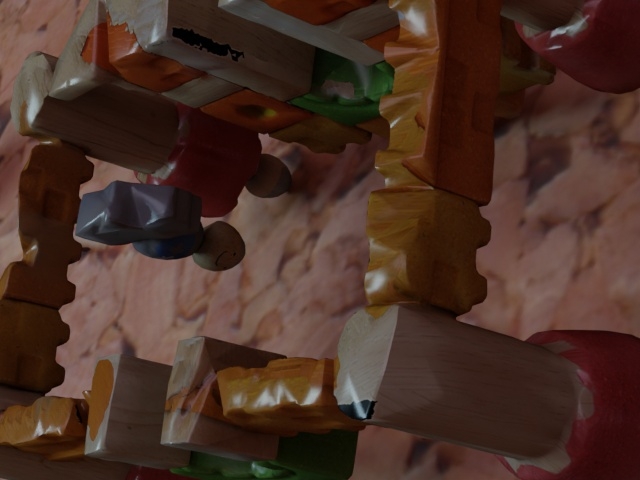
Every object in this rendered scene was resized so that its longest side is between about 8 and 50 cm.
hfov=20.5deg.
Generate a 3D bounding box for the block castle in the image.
[{"bbox_3d":[0.000,0.000,0.988,0.453,0.213,0.303,-15,64,51],"label":"block castle"}]
